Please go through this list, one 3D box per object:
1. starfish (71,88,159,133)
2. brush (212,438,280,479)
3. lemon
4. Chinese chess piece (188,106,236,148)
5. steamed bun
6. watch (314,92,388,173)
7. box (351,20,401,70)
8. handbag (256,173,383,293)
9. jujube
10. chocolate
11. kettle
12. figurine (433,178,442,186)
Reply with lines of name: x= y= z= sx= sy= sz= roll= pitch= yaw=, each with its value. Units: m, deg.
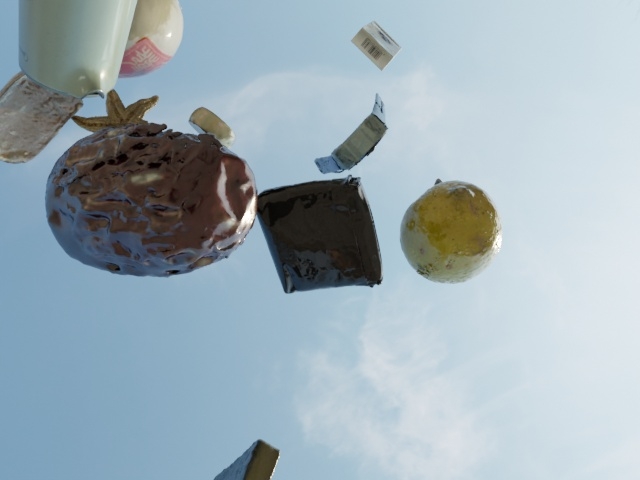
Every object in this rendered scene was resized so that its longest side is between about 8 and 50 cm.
starfish: x=-0.509 y=-0.298 z=1.280 sx=0.236 sy=0.062 sz=0.277 roll=21 pitch=-114 yaw=-4
brush: x=-0.163 y=0.476 z=0.955 sx=0.059 sy=0.197 sz=0.123 roll=39 pitch=-151 yaw=-6
lemon: x=0.334 y=-0.022 z=1.280 sx=0.258 sy=0.310 sz=0.257 roll=0 pitch=-123 yaw=0
Chinese chess piece: x=-0.264 y=-0.272 z=1.220 sx=0.122 sy=0.122 sz=0.051 roll=37 pitch=-95 yaw=6
steamed bun: x=-0.597 y=-0.627 z=1.527 sx=0.375 sy=0.374 sz=0.241 roll=-19 pitch=-77 yaw=-18
watch: x=0.112 y=-0.284 z=1.291 sx=0.068 sy=0.274 sz=0.276 roll=42 pitch=-93 yaw=-11
box: x=0.072 y=-0.248 z=0.631 sx=0.054 sy=0.024 sz=0.083 roll=40 pitch=-148 yaw=-7
handbag: x=0.000 y=0.000 z=1.000 sx=0.223 sy=0.246 sz=0.080 roll=-7 pitch=-151 yaw=18
jujube: x=-0.290 y=-0.065 z=0.831 sx=0.377 sy=0.258 sz=0.258 roll=5 pitch=-122 yaw=35
chocolate: x=-0.719 y=-0.309 z=1.204 sx=0.254 sy=0.157 sz=0.080 roll=-44 pitch=-122 yaw=6
kettle: x=-0.229 y=-0.221 z=0.450 sx=0.127 sy=0.148 sz=0.098 roll=30 pitch=-141 yaw=-4
figurine: x=0.384 y=-0.112 z=1.556 sx=0.125 sy=0.137 sz=0.125 roll=20 pitch=-158 yaw=-8
